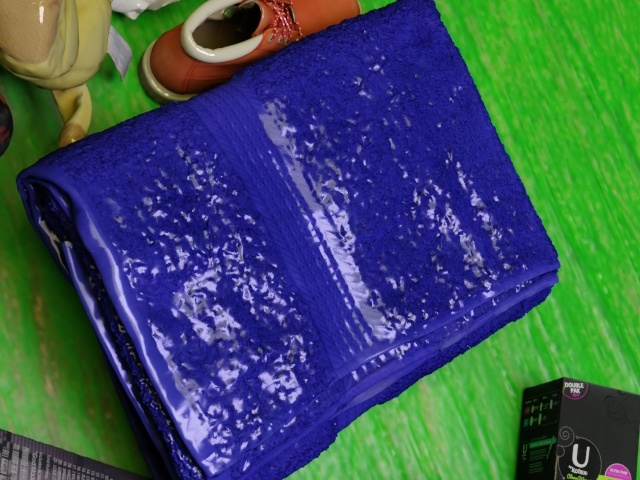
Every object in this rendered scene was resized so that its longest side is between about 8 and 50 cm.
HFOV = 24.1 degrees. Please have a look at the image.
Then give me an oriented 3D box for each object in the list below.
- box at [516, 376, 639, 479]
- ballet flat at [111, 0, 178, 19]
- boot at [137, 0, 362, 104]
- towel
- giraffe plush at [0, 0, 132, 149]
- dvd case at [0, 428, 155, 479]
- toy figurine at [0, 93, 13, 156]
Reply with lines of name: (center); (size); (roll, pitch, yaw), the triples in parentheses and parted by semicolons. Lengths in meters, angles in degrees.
box: (0.166, 0.136, 0.965); (0.062, 0.052, 0.083); (15, 70, -19)
ballet flat: (-0.009, -0.306, 0.970); (0.147, 0.147, 0.409); (48, 65, -4)
boot: (-0.031, -0.132, 0.941); (0.158, 0.084, 0.059); (-23, 84, -27)
towel: (0.000, 0.000, 0.889); (0.308, 0.076, 0.227); (-30, 99, -33)
giraffe plush: (-0.202, -0.158, 0.839); (0.171, 0.210, 0.181); (12, 63, 4)
dvd case: (-0.130, 0.188, 0.790); (0.221, 0.018, 0.164); (24, 44, -30)
toy figurine: (-0.261, -0.016, 0.734); (0.148, 0.209, 0.213); (37, 110, -1)
